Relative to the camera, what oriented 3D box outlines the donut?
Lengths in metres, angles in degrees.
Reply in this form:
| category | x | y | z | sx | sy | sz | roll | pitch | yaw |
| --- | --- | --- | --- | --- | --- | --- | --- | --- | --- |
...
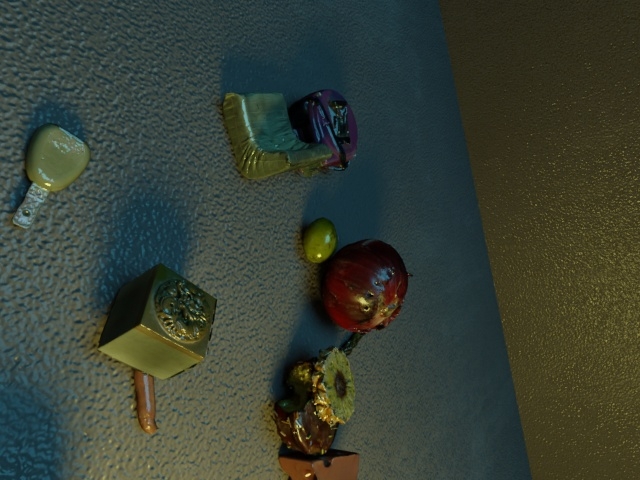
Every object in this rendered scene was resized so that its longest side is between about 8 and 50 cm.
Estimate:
| category | x | y | z | sx | sy | sz | roll | pitch | yaw |
| --- | --- | --- | --- | --- | --- | --- | --- | --- | --- |
| donut | -0.032 | 0.419 | 1.150 | 0.216 | 0.095 | 0.230 | 51 | 36 | -43 |

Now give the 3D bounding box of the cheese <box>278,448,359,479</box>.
| category | x | y | z | sx | sy | sz | roll | pitch | yaw |
| --- | --- | --- | --- | --- | --- | --- | --- | --- | --- |
| cheese | 0.001 | 0.621 | 1.125 | 0.203 | 0.128 | 0.177 | 21 | 64 | -49 |

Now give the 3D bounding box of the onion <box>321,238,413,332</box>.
| category | x | y | z | sx | sy | sz | roll | pitch | yaw |
| --- | --- | --- | --- | --- | --- | --- | --- | --- | --- |
| onion | 0.120 | 0.130 | 1.316 | 0.276 | 0.276 | 0.276 | 17 | 68 | -49 |

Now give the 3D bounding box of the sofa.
| category | x | y | z | sx | sy | sz | roll | pitch | yaw |
| --- | --- | --- | --- | --- | --- | --- | --- | --- | --- |
| sofa | -0.112 | -0.284 | 1.172 | 0.210 | 0.176 | 0.226 | -22 | 99 | -51 |

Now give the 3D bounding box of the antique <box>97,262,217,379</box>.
| category | x | y | z | sx | sy | sz | roll | pitch | yaw |
| --- | --- | --- | --- | --- | --- | --- | --- | --- | --- |
| antique | -0.287 | 0.150 | 0.839 | 0.152 | 0.148 | 0.147 | 41 | 30 | -34 |

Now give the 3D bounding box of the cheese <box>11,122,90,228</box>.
| category | x | y | z | sx | sy | sz | roll | pitch | yaw |
| --- | --- | --- | --- | --- | --- | --- | --- | --- | --- |
| cheese | -0.473 | -0.108 | 0.785 | 0.097 | 0.037 | 0.192 | 37 | 53 | -39 |

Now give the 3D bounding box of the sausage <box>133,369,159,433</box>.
| category | x | y | z | sx | sy | sz | roll | pitch | yaw |
| --- | --- | --- | --- | --- | --- | --- | --- | --- | --- |
| sausage | -0.331 | 0.289 | 0.865 | 0.042 | 0.036 | 0.158 | -4 | 85 | -44 |

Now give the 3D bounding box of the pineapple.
| category | x | y | z | sx | sy | sz | roll | pitch | yaw |
| --- | --- | --- | --- | --- | --- | --- | --- | --- | --- |
| pineapple | 0.040 | 0.367 | 1.153 | 0.221 | 0.047 | 0.221 | 40 | 44 | -53 |

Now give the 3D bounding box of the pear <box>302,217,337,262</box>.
| category | x | y | z | sx | sy | sz | roll | pitch | yaw |
| --- | --- | --- | --- | --- | --- | --- | --- | --- | --- |
| pear | 0.000 | 0.000 | 1.300 | 0.107 | 0.107 | 0.131 | 42 | 58 | -38 |

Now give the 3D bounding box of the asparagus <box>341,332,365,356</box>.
| category | x | y | z | sx | sy | sz | roll | pitch | yaw |
| --- | --- | --- | --- | --- | --- | --- | --- | --- | --- |
| asparagus | 0.101 | 0.313 | 1.408 | 0.165 | 0.030 | 0.036 | -36 | 134 | -51 |

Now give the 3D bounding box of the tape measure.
| category | x | y | z | sx | sy | sz | roll | pitch | yaw |
| --- | --- | --- | --- | --- | --- | --- | --- | --- | --- |
| tape measure | 0.016 | -0.322 | 1.365 | 0.231 | 0.149 | 0.245 | -26 | 102 | -50 |
